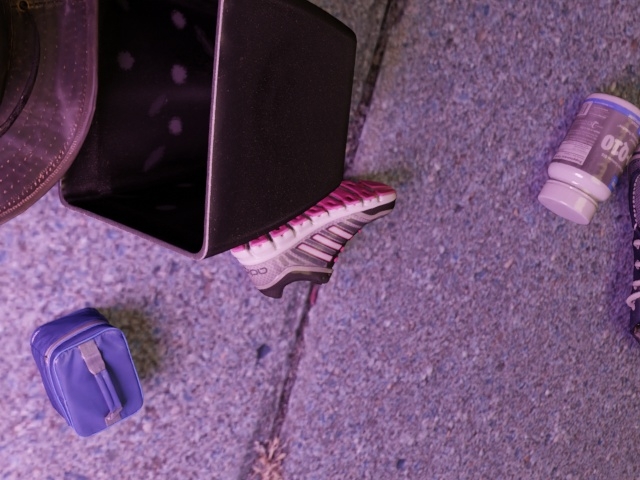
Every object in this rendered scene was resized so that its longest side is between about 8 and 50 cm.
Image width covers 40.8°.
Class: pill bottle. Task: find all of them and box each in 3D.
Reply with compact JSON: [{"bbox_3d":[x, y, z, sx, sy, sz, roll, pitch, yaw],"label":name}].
[{"bbox_3d":[0.311,-0.093,0.992,0.078,0.078,0.137,32,86,-38],"label":"pill bottle"}]

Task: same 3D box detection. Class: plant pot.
[{"bbox_3d":[-0.078,-0.106,0.657,0.167,0.188,0.188,-9,110,-47],"label":"plant pot"}]

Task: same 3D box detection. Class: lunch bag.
[{"bbox_3d":[-0.190,0.113,0.709,0.067,0.065,0.099,-26,118,-26],"label":"lunch bag"}]

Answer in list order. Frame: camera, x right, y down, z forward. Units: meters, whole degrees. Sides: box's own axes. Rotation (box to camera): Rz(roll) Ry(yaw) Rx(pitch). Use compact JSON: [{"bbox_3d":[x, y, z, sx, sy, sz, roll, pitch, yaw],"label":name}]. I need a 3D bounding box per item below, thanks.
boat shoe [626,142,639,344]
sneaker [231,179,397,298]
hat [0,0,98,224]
[{"bbox_3d":[0.449,0.030,1.096,0.158,0.127,0.340,-54,128,-18],"label":"boat shoe"},{"bbox_3d":[0.000,0.000,0.812,0.170,0.063,0.075,-27,119,-20],"label":"sneaker"},{"bbox_3d":[-0.274,-0.126,0.506,0.331,0.134,0.332,-8,112,-20],"label":"hat"}]
